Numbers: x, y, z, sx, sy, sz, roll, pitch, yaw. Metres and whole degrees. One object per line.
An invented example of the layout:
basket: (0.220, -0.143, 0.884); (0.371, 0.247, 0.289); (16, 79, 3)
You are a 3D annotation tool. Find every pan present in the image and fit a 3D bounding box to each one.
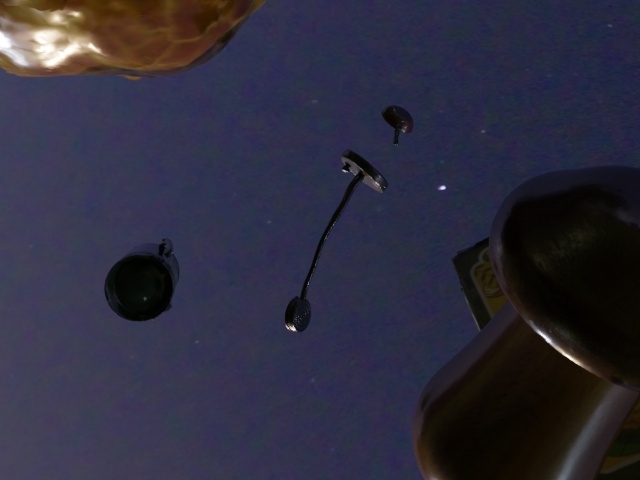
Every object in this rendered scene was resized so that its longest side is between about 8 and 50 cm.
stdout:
pan: (0.145, -0.214, 1.595); (0.068, 0.115, 0.023); (27, -53, -16)

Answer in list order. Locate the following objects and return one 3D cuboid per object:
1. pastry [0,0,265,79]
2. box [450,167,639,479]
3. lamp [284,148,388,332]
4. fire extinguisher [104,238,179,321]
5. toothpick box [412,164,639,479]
pastry: (-0.200, -0.294, 0.711); (0.388, 0.388, 0.312); (-9, -127, 36)
box: (0.378, 0.099, 0.942); (0.373, 0.420, 0.138); (-26, -56, 9)
lamp: (0.033, 0.006, 1.695); (0.108, 0.130, 0.371); (14, -107, 28)
fire extinguisher: (-0.251, 0.051, 1.271); (0.093, 0.294, 0.118); (21, -89, -8)
toothpick box: (0.182, 0.084, 0.639); (0.192, 0.192, 0.294); (42, -45, 23)
